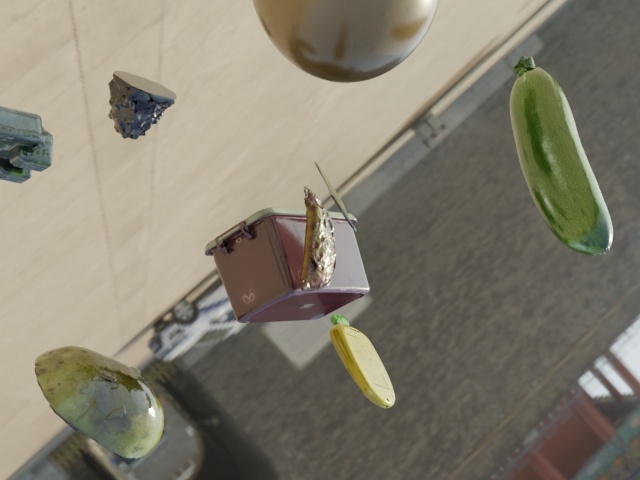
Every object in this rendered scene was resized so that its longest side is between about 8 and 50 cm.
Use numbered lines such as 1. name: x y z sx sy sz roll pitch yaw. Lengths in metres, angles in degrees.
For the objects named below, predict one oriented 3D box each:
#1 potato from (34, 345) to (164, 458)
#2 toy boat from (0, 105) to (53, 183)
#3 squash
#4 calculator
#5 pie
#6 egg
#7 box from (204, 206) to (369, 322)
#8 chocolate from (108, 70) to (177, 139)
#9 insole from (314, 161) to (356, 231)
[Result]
1. potato: -0.373 0.275 1.724 0.111 0.272 0.160 -41 -152 9
2. toy boat: -0.488 -0.131 1.152 0.319 0.092 0.141 10 162 -39
3. squash: 0.378 -0.141 1.575 0.107 0.395 0.107 -7 149 -4
4. calculator: 0.081 0.238 1.953 0.032 0.235 0.146 -39 146 17
5. pie: 0.001 0.002 1.708 0.033 0.191 0.088 -10 161 35
6. egg: 0.036 -0.422 1.486 0.301 0.301 0.374 -42 142 -24
7. box: -0.051 0.052 1.822 0.193 0.167 0.294 -32 159 34
8. chocolate: -0.400 -0.281 2.099 0.133 0.156 0.156 -68 171 17
9. insole: 0.023 -0.065 1.407 0.005 0.086 0.253 -33 -162 5
